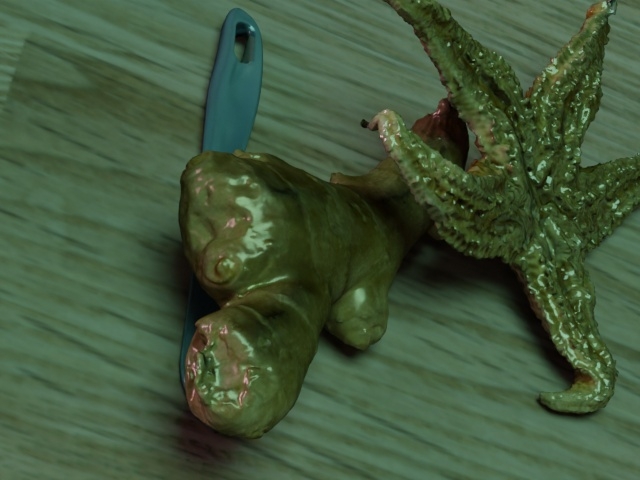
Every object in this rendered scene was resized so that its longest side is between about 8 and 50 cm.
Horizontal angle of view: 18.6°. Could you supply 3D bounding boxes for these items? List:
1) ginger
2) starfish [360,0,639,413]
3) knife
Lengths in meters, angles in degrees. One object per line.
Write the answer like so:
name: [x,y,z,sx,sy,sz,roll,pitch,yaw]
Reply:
ginger: [0.000,0.000,1.136,0.148,0.081,0.334,50,36,7]
starfish: [0.135,-0.053,1.242,0.302,0.060,0.299,-36,103,-50]
knife: [-0.056,-0.020,1.171,0.044,0.019,0.313,20,51,-19]
